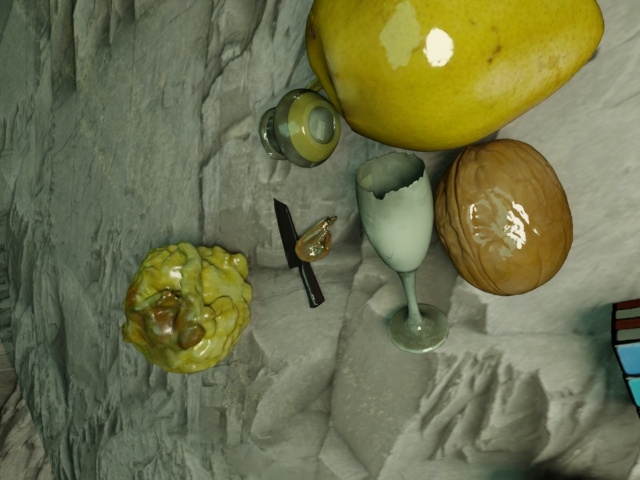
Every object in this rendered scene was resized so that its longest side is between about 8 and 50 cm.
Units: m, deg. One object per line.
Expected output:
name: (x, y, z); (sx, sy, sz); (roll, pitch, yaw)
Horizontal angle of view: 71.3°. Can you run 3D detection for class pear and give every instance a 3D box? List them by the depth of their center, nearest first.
pear: (0.151, -0.258, 0.531); (0.336, 0.285, 0.285); (-35, 80, 28)

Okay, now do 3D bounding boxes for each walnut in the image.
walnut: (0.234, -0.030, 0.587); (0.167, 0.167, 0.207); (-21, 89, 35)

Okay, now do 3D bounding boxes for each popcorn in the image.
popcorn: (-0.273, 0.126, 0.911); (0.293, 0.237, 0.293); (9, 108, 30)

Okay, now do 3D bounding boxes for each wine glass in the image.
wine glass: (0.050, 0.014, 0.668); (0.264, 0.096, 0.310); (12, 139, 33)

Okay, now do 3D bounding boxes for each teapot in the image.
teapot: (-0.029, -0.204, 0.764); (0.119, 0.130, 0.166); (5, 70, 48)

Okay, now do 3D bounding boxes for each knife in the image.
knife: (-0.052, 0.023, 0.875); (0.060, 0.028, 0.231); (-24, 84, 47)

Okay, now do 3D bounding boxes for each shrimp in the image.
shrimp: (0.000, 0.000, 0.830); (0.108, 0.023, 0.059); (-39, 102, 18)

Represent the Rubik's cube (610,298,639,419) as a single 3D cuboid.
Rubik's cube: (0.432, 0.145, 0.492); (0.154, 0.155, 0.151); (-21, 88, 35)
